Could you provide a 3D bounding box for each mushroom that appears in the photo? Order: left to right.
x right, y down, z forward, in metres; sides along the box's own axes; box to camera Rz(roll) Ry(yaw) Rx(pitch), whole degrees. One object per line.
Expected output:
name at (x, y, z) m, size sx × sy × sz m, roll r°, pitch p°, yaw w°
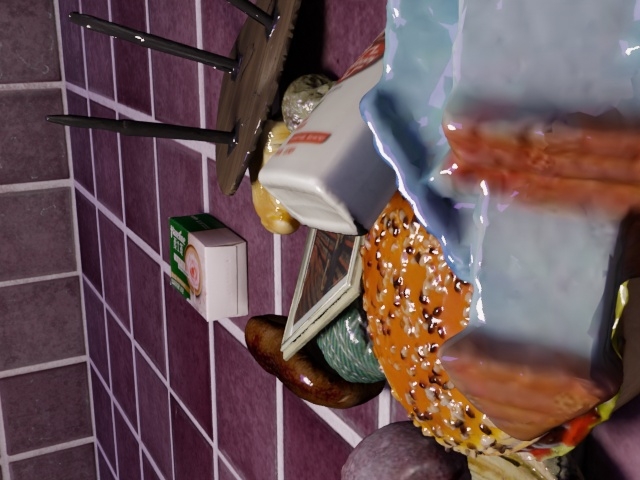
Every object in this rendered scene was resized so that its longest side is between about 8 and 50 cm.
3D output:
mushroom at (0.009, 0.077, 1.008) m, size 0.227 × 0.148 × 0.218 m, roll 23°, pitch 100°, yaw 49°

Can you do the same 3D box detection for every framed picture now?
framed picture at (0.019, -0.023, 0.895) m, size 0.216 × 0.016 × 0.274 m, roll 130°, pitch 157°, yaw -56°

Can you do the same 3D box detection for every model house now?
model house at (0.175, -0.067, 0.396) m, size 0.294 × 0.251 × 0.330 m, roll 7°, pitch 95°, yaw 21°

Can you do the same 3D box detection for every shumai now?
shumai at (-0.005, -0.166, 0.978) m, size 0.082 × 0.083 × 0.080 m, roll 42°, pitch 172°, yaw -3°

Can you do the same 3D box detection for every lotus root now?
lotus root at (0.193, 0.222, 0.718) m, size 0.144 × 0.070 × 0.143 m, roll -168°, pitch 76°, yaw -67°

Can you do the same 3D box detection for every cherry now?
cherry at (0.086, 0.273, 0.862) m, size 0.176 × 0.139 × 0.176 m, roll -171°, pitch 90°, yaw -76°

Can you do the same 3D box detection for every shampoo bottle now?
shampoo bottle at (0.073, -0.130, 0.590) m, size 0.071 × 0.284 × 0.153 m, roll 40°, pitch 170°, yaw -16°

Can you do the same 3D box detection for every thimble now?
thimble at (0.061, 0.083, 0.884) m, size 0.090 × 0.118 × 0.135 m, roll -32°, pitch 51°, yaw 57°

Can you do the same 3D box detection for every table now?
table at (-0.207, -0.254, 1.078) m, size 0.317 × 0.249 × 0.318 m, roll -165°, pitch 90°, yaw -69°

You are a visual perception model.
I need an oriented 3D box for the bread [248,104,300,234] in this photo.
bread at (-0.049, -0.096, 1.079) m, size 0.119 × 0.084 × 0.177 m, roll -168°, pitch 71°, yaw -64°

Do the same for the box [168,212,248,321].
box at (-0.198, 0.042, 1.422) m, size 0.199 × 0.081 × 0.135 m, roll 28°, pitch 122°, yaw 56°

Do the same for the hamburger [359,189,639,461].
hamburger at (0.138, 0.028, 0.652) m, size 0.300 × 0.176 × 0.300 m, roll 30°, pitch 124°, yaw 59°
